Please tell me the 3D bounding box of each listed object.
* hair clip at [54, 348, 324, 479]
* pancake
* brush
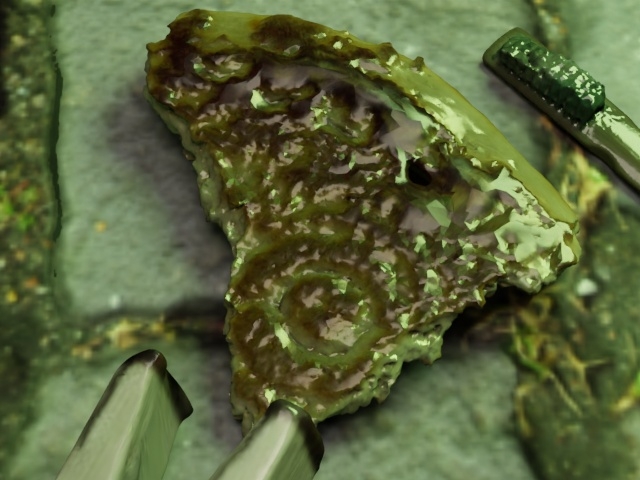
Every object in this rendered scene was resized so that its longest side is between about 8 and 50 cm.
[{"bbox_3d":[-0.112,0.206,0.751,0.101,0.085,0.330,21,66,15],"label":"hair clip"},{"bbox_3d":[0.000,0.000,0.912,0.266,0.057,0.244,18,68,16],"label":"pancake"},{"bbox_3d":[0.166,-0.059,0.951,0.034,0.027,0.190,-37,65,-19],"label":"brush"}]
